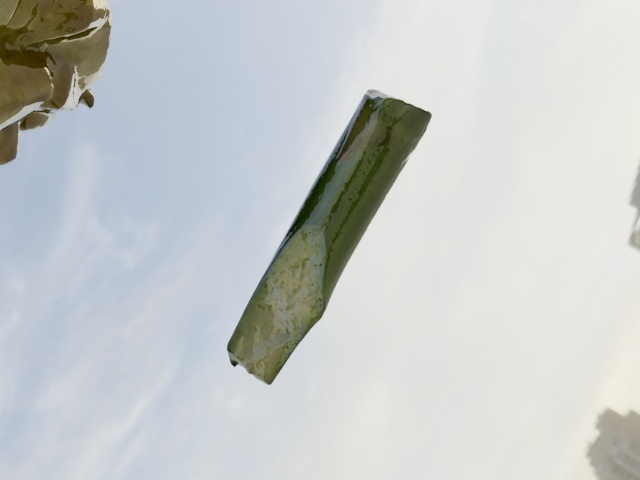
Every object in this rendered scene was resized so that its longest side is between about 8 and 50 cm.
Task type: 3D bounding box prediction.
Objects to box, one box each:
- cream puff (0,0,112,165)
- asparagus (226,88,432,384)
[{"bbox_3d":[-0.251,-0.199,0.651,0.257,0.325,0.291,-3,-21,-44],"label":"cream puff"},{"bbox_3d":[0.000,0.000,0.565,0.041,0.045,0.178,24,-81,-38],"label":"asparagus"}]
